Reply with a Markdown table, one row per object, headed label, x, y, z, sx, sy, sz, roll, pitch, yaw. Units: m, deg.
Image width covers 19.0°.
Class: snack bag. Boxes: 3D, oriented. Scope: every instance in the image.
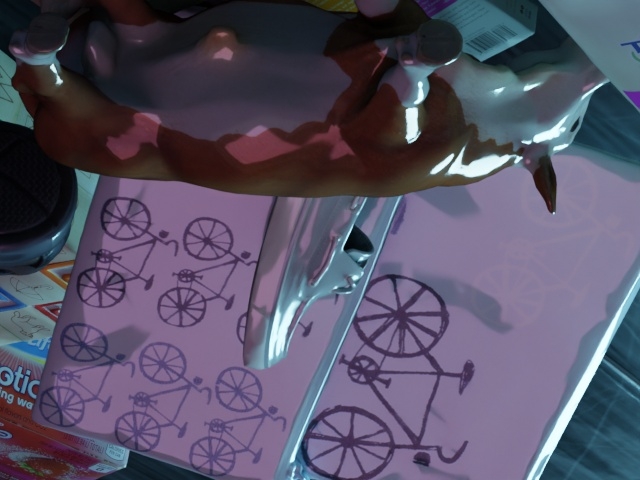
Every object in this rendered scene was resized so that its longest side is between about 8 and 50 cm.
| label | x | y | z | sx | sy | sz | roll | pitch | yaw |
| --- | --- | --- | --- | --- | --- | --- | --- | --- | --- |
| snack bag | 0.018 | 0.042 | 1.172 | 0.342 | 0.037 | 0.323 | 18 | 124 | -6 |

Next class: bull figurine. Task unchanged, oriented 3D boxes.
| label | x | y | z | sx | sy | sz | roll | pitch | yaw |
| --- | --- | --- | --- | --- | --- | --- | --- | --- | --- |
| bull figurine | -0.005 | -0.080 | 0.948 | 0.310 | 0.101 | 0.188 | -2 | 156 | 4 |

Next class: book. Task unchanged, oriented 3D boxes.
| label | x | y | z | sx | sy | sz | roll | pitch | yaw |
| --- | --- | --- | --- | --- | --- | --- | --- | --- | --- |
| book | 0.030 | -0.132 | 1.008 | 0.144 | 0.035 | 0.096 | 30 | 144 | -32 |

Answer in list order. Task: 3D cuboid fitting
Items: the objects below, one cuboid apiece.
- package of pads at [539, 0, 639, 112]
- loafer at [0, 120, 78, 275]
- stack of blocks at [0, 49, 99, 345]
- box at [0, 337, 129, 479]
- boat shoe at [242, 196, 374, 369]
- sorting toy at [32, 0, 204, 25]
| label | x | y | z | sx | sy | sz | roll | pitch | yaw |
| --- | --- | --- | --- | --- | --- | --- | --- | --- | --- |
| package of pads | 0.225 | -0.154 | 0.816 | 0.296 | 0.101 | 0.229 | -11 | 146 | 35 |
| loafer | -0.287 | -0.029 | 1.060 | 0.302 | 0.109 | 0.095 | 11 | 155 | -5 |
| stack of blocks | -0.243 | -0.044 | 1.213 | 0.171 | 0.087 | 0.297 | -10 | 145 | 33 |
| box | -0.263 | 0.081 | 1.411 | 0.257 | 0.128 | 0.122 | 27 | 149 | -27 |
| boat shoe | 0.000 | 0.000 | 1.091 | 0.063 | 0.066 | 0.184 | 16 | 114 | -3 |
| sorting toy | -0.129 | -0.188 | 0.950 | 0.347 | 0.047 | 0.196 | -16 | 137 | 40 |
